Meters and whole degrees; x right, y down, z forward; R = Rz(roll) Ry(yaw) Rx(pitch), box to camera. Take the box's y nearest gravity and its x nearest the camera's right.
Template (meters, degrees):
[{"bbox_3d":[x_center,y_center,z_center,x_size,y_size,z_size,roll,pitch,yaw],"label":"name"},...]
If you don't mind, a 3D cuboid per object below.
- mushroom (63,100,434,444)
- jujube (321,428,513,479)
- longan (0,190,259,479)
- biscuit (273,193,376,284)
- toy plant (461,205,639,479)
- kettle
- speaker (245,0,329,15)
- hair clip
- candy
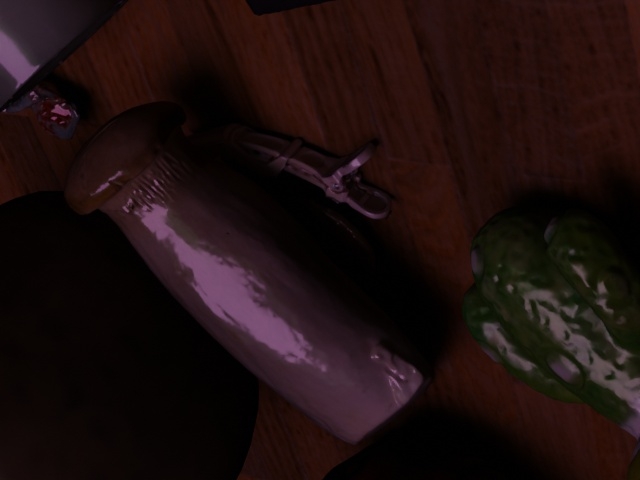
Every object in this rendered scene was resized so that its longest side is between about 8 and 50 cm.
[{"bbox_3d":[-0.047,0.043,1.387,0.407,0.154,0.137,41,103,-16],"label":"mushroom"},{"bbox_3d":[0.140,0.367,1.520,0.377,0.276,0.276,52,143,3],"label":"jujube"},{"bbox_3d":[-0.250,0.147,1.497,0.404,0.404,0.336,53,149,-17],"label":"longan"},{"bbox_3d":[0.000,0.000,1.436,0.120,0.015,0.120,26,151,16],"label":"biscuit"},{"bbox_3d":[0.240,0.095,1.223,0.316,0.184,0.224,39,154,18],"label":"toy plant"},{"bbox_3d":[-0.280,-0.269,1.316,0.240,0.165,0.255,-38,97,23],"label":"kettle"},{"bbox_3d":[0.062,-0.279,0.925,0.254,0.232,0.184,-2,128,43],"label":"speaker"},{"bbox_3d":[-0.040,-0.078,1.386,0.226,0.034,0.072,18,137,27],"label":"hair clip"},{"bbox_3d":[-0.345,-0.201,1.503,0.292,0.059,0.086,44,146,-5],"label":"candy"}]
